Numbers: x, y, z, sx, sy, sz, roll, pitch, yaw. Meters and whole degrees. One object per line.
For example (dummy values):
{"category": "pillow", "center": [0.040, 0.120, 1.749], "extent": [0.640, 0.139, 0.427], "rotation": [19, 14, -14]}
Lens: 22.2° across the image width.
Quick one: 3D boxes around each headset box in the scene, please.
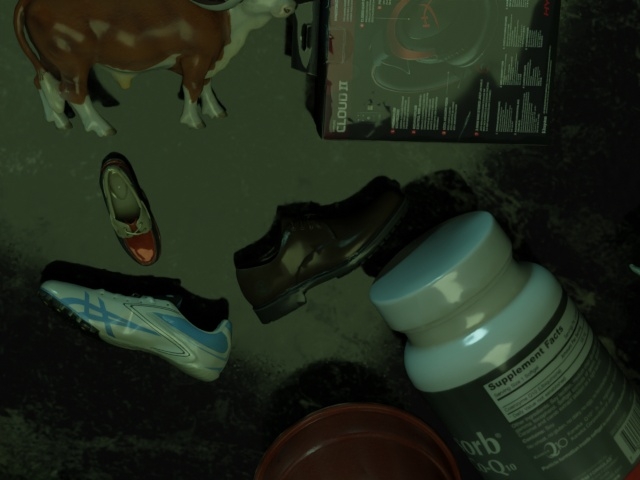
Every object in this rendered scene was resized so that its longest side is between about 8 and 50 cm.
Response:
{"category": "headset box", "center": [0.114, -0.226, 1.846], "extent": [0.293, 0.110, 0.218], "rotation": [0, 106, -6]}

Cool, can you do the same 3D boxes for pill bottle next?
{"category": "pill bottle", "center": [0.228, 0.156, 1.914], "extent": [0.210, 0.210, 0.363], "rotation": [-35, 105, 5]}

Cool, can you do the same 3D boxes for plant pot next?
{"category": "plant pot", "center": [0.057, 0.365, 1.926], "extent": [0.272, 0.265, 0.273], "rotation": [-1, 106, -5]}

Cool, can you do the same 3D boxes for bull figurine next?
{"category": "bull figurine", "center": [-0.182, -0.219, 1.823], "extent": [0.310, 0.101, 0.189], "rotation": [-4, 106, -5]}

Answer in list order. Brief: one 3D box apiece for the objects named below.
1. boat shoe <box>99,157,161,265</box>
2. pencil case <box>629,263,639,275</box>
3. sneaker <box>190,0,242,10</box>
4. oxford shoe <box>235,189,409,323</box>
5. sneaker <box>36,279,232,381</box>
{"category": "boat shoe", "center": [-0.222, -0.029, 1.903], "extent": [0.049, 0.043, 0.137], "rotation": [-19, 108, -2]}
{"category": "pencil case", "center": [0.564, -0.049, 1.915], "extent": [0.183, 0.160, 0.410], "rotation": [36, 100, -29]}
{"category": "sneaker", "center": [-0.187, -0.345, 1.675], "extent": [0.281, 0.162, 0.106], "rotation": [31, 90, -3]}
{"category": "oxford shoe", "center": [0.000, 0.000, 1.914], "extent": [0.227, 0.083, 0.096], "rotation": [-34, 102, 3]}
{"category": "sneaker", "center": [-0.217, 0.091, 1.926], "extent": [0.237, 0.085, 0.086], "rotation": [21, 76, -7]}
